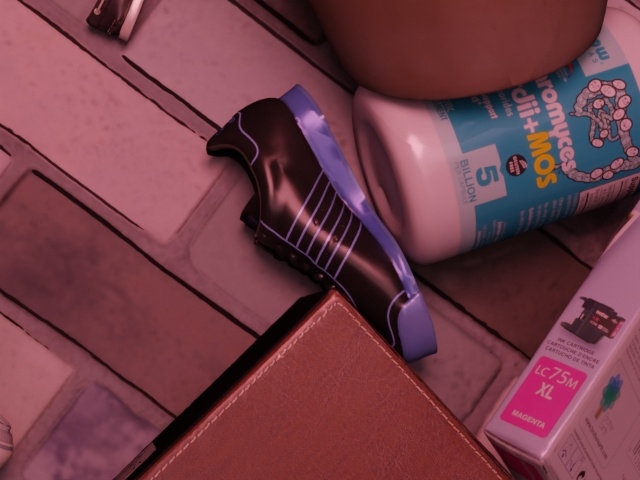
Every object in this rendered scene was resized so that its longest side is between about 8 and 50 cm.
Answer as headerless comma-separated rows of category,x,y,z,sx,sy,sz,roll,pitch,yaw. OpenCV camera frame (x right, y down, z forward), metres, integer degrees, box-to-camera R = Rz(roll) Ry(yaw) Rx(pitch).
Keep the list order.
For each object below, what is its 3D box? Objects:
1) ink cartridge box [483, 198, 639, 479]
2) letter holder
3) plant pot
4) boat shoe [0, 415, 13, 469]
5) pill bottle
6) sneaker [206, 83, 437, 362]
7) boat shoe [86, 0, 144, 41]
ink cartridge box,0.249,0.069,1.064,0.065,0.186,0.311,25,69,40
letter holder,-0.036,0.215,1.032,0.302,0.152,0.214,-44,93,-10
plant pot,0.081,-0.262,0.995,0.323,0.323,0.280,-18,120,-9
boat shoe,-0.297,0.069,1.046,0.227,0.079,0.081,40,85,1
pill bottle,0.167,-0.087,1.093,0.264,0.146,0.146,-19,87,-10
sneaker,0.000,0.000,1.099,0.090,0.081,0.232,-29,81,-7
boat shoe,-0.143,-0.216,1.118,0.038,0.046,0.125,20,90,-10
